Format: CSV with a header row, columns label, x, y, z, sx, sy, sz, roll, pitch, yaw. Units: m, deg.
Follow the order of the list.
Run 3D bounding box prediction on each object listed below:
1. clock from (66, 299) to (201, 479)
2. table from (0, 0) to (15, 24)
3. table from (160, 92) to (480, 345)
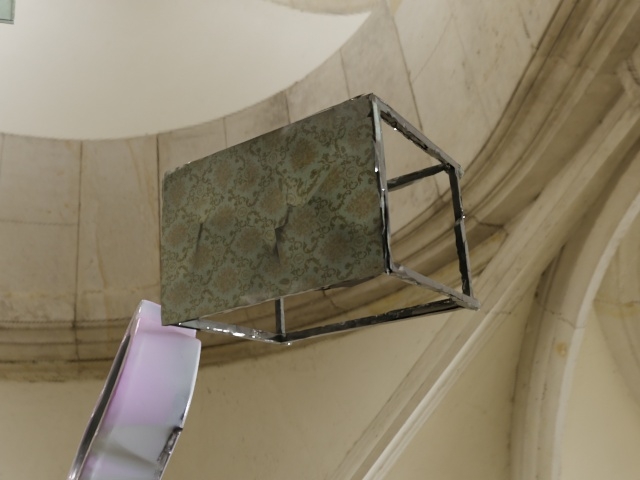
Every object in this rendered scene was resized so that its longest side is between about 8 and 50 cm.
label,x,y,z,sx,sy,sz,roll,pitch,yaw
clock,-0.286,0.267,1.008,0.102,0.338,0.338,23,-121,-16
table,-0.417,-0.286,0.611,0.240,0.111,0.121,-6,-137,-35
table,0.000,0.000,0.912,0.335,0.272,0.222,-15,-112,31
